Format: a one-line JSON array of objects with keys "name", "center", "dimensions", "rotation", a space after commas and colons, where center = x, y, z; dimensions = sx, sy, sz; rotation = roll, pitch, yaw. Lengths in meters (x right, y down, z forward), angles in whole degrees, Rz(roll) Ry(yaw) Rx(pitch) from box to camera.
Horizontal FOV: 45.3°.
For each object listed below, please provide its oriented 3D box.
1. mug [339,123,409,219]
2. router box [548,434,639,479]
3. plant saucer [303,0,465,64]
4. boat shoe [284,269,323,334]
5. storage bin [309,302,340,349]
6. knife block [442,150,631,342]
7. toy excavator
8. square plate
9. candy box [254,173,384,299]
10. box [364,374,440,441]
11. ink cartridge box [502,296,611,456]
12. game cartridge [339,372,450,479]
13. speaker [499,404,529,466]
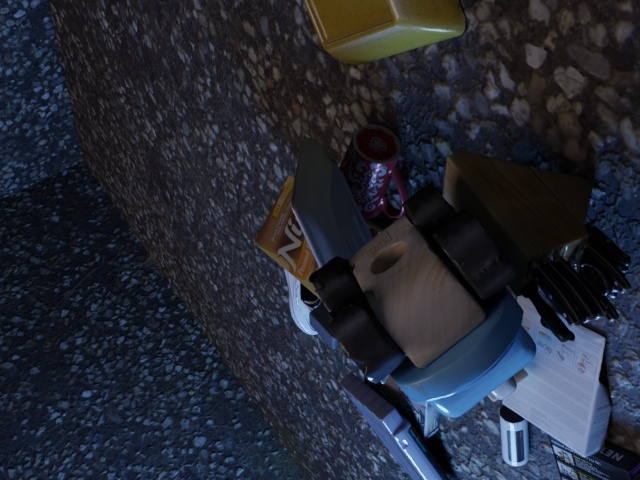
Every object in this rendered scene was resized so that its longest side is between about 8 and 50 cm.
[{"name": "mug", "center": [0.104, -0.127, 1.448], "dimensions": [0.150, 0.113, 0.169], "rotation": [12, 145, -4]}, {"name": "router box", "center": [0.492, 0.411, 1.341], "dimensions": [0.179, 0.046, 0.133], "rotation": [16, 131, 58]}, {"name": "plant saucer", "center": [0.045, -0.437, 1.195], "dimensions": [0.333, 0.081, 0.333], "rotation": [6, 124, 62]}, {"name": "boat shoe", "center": [-0.034, 0.155, 2.043], "dimensions": [0.084, 0.095, 0.258], "rotation": [33, 147, 54]}, {"name": "storage bin", "center": [0.037, 0.208, 1.969], "dimensions": [0.135, 0.091, 0.098], "rotation": [43, 152, 32]}, {"name": "knife block", "center": [0.272, 0.011, 1.027], "dimensions": [0.275, 0.242, 0.088], "rotation": [16, 140, 16]}, {"name": "toy excavator", "center": [0.202, 0.146, 1.119], "dimensions": [0.445, 0.222, 0.433], "rotation": [50, -175, -19]}, {"name": "square plate", "center": [0.050, 0.013, 1.313], "dimensions": [0.344, 0.049, 0.347], "rotation": [-84, -30, -65]}, {"name": "candy box", "center": [0.000, 0.000, 1.653], "dimensions": [0.087, 0.183, 0.316], "rotation": [22, -170, -42]}, {"name": "box", "center": [0.196, 0.352, 1.862], "dimensions": [0.231, 0.056, 0.183], "rotation": [42, 152, 35]}, {"name": "ink cartridge box", "center": [0.409, 0.224, 1.310], "dimensions": [0.189, 0.066, 0.232], "rotation": [31, 123, 49]}, {"name": "game cartridge", "center": [0.201, 0.501, 1.926], "dimensions": [0.355, 0.068, 0.230], "rotation": [56, 163, -26]}, {"name": "speaker", "center": [0.384, 0.383, 1.518], "dimensions": [0.055, 0.055, 0.136], "rotation": [34, 146, 45]}]
